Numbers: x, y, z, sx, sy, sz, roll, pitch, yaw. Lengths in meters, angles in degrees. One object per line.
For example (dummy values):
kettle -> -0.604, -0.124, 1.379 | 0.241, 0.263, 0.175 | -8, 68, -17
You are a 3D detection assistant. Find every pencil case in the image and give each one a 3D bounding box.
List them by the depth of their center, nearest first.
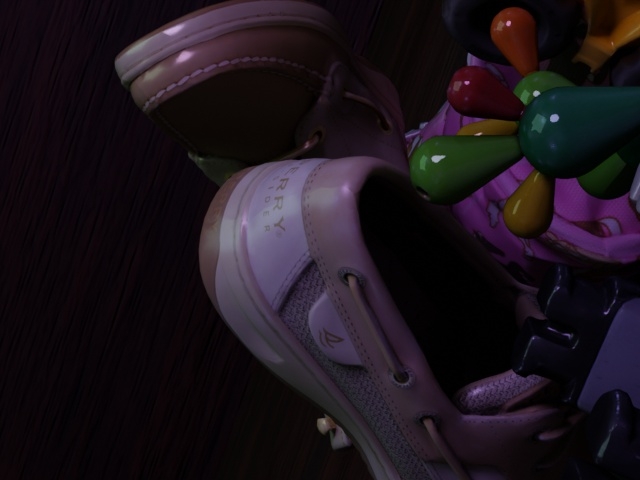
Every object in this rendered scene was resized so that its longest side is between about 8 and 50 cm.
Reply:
pencil case -> 0.112, -0.028, 1.126 | 0.160, 0.167, 0.386 | -48, 1, -18

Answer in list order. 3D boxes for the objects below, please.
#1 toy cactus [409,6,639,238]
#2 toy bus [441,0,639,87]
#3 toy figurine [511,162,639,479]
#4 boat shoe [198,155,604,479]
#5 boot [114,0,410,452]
toy cactus -> 0.149, -0.062, 0.755 | 0.180, 0.219, 0.112 | 132, 136, -72
toy bus -> 0.171, -0.166, 0.842 | 0.211, 0.220, 0.149 | 130, 159, -56
toy figurine -> 0.152, 0.079, 0.682 | 0.213, 0.148, 0.209 | 116, 176, -55
boat shoe -> 0.075, 0.069, 0.845 | 0.098, 0.302, 0.109 | -12, 43, 43
boot -> 0.000, 0.000, 0.923 | 0.262, 0.095, 0.203 | 26, -135, -68
